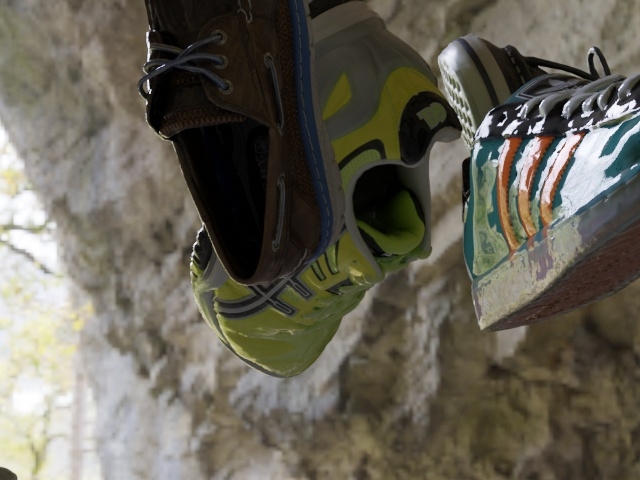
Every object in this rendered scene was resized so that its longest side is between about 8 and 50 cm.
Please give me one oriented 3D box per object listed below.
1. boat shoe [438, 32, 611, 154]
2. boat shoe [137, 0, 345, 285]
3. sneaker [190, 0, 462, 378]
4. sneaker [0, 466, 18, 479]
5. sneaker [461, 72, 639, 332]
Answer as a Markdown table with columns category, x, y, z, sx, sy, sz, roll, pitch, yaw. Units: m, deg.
| category | x | y | z | sx | sy | sz | roll | pitch | yaw |
| --- | --- | --- | --- | --- | --- | --- | --- | --- | --- |
| boat shoe | 0.239 | -0.077 | 1.144 | 0.156 | 0.186 | 0.500 | -26 | -24 | 18 |
| boat shoe | -0.039 | -0.067 | 0.530 | 0.066 | 0.183 | 0.066 | -11 | 18 | 32 |
| sneaker | 0.000 | 0.000 | 0.972 | 0.145 | 0.147 | 0.384 | -29 | -30 | -29 |
| sneaker | -0.158 | 0.166 | 0.406 | 0.095 | 0.104 | 0.236 | -30 | 12 | 27 |
| sneaker | 0.139 | -0.043 | 0.645 | 0.108 | 0.121 | 0.302 | -12 | -14 | -20 |
